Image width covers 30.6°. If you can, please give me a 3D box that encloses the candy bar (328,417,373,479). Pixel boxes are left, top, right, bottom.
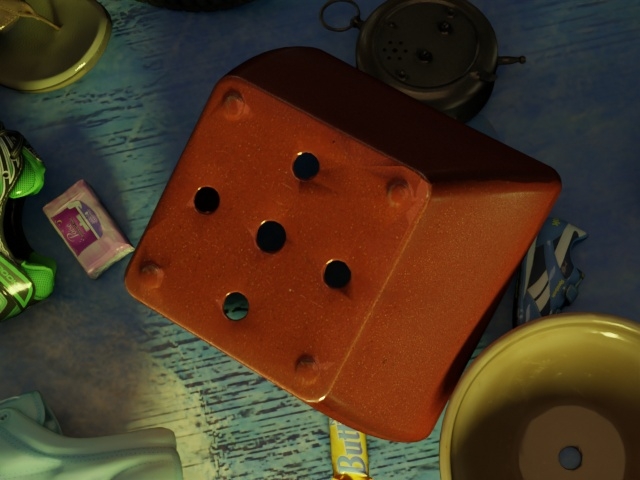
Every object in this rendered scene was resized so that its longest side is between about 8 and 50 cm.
[{"bbox_3d":[0.022,0.142,1.053,0.040,0.018,0.161,-5,78,4],"label":"candy bar"}]

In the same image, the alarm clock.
[{"bbox_3d":[0.080,-0.176,1.077,0.192,0.064,0.129,30,72,19],"label":"alarm clock"}]

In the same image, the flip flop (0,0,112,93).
[{"bbox_3d":[-0.334,-0.225,1.120,0.277,0.080,0.112,23,82,9],"label":"flip flop"}]

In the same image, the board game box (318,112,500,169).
[{"bbox_3d":[0.084,-0.065,1.078,0.169,0.033,0.133,16,68,10],"label":"board game box"}]

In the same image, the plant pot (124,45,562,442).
[{"bbox_3d":[0.000,0.000,0.928,0.267,0.236,0.267,29,99,17],"label":"plant pot"}]

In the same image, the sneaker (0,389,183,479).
[{"bbox_3d":[-0.295,0.206,1.027,0.366,0.135,0.150,5,63,3],"label":"sneaker"}]

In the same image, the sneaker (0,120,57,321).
[{"bbox_3d":[-0.328,-0.090,1.065,0.146,0.134,0.343,-15,95,-1],"label":"sneaker"}]

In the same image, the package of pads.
[{"bbox_3d":[-0.217,-0.010,1.095,0.050,0.032,0.083,-37,78,-2],"label":"package of pads"}]

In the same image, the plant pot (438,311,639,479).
[{"bbox_3d":[0.216,0.182,0.981,0.237,0.110,0.237,-1,81,5],"label":"plant pot"}]

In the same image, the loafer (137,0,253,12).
[{"bbox_3d":[-0.211,-0.316,1.099,0.366,0.134,0.130,15,81,7],"label":"loafer"}]

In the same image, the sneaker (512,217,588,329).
[{"bbox_3d":[0.202,0.047,1.038,0.059,0.053,0.144,9,81,4],"label":"sneaker"}]
